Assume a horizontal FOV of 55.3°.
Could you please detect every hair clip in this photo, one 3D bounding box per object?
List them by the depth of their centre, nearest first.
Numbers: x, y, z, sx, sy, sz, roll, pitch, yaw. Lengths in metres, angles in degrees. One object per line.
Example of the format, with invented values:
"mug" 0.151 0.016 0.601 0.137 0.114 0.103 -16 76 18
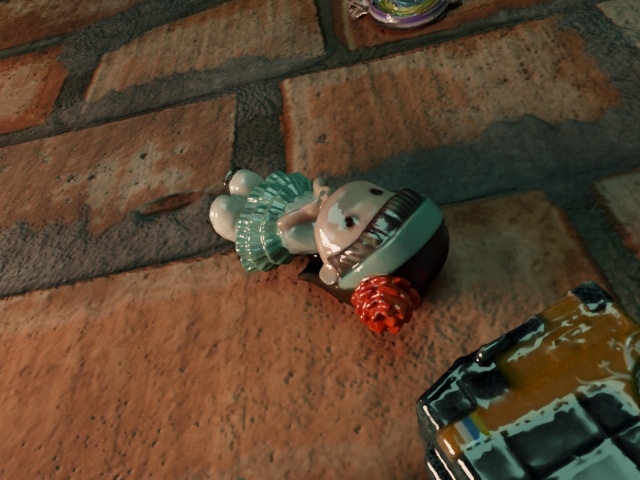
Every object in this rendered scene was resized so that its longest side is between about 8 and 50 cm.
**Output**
"hair clip" 0.124 -0.364 0.945 0.172 0.049 0.116 16 66 20

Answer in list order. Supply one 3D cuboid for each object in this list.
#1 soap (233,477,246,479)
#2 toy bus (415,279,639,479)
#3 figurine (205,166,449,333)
"soap" -0.036 0.267 0.334 0.140 0.073 0.232 -31 44 -20
"toy bus" 0.179 0.170 0.322 0.167 0.138 0.275 -27 47 -7
"figurine" 0.000 0.000 0.574 0.245 0.110 0.138 16 62 34
